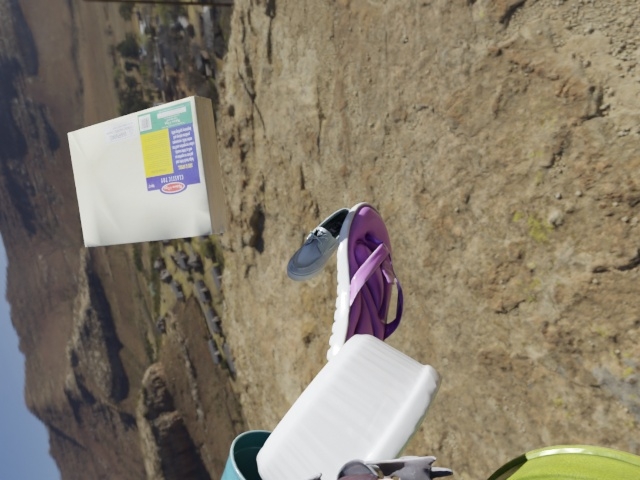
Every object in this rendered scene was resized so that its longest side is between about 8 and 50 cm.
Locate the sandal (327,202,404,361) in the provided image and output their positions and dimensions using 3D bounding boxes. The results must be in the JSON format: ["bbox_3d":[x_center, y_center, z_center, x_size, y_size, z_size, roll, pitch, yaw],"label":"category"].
[{"bbox_3d":[0.111,0.109,0.966,0.102,0.169,0.417,-16,54,38],"label":"sandal"}]

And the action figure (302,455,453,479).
[{"bbox_3d":[-0.011,0.218,0.300,0.185,0.285,0.099,-40,75,26],"label":"action figure"}]

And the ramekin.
[{"bbox_3d":[0.031,0.249,0.660,0.127,0.273,0.273,37,141,13],"label":"ramekin"}]

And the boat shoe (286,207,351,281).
[{"bbox_3d":[0.001,0.000,1.126,0.079,0.227,0.081,27,139,25],"label":"boat shoe"}]

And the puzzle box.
[{"bbox_3d":[-0.383,-0.131,1.065,0.408,0.052,0.273,-4,94,30],"label":"puzzle box"}]

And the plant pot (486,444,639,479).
[{"bbox_3d":[0.210,0.405,0.407,0.366,0.352,0.367,-4,85,41],"label":"plant pot"}]

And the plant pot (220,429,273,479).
[{"bbox_3d":[-0.137,0.644,1.170,0.271,0.271,0.256,34,101,51],"label":"plant pot"}]
